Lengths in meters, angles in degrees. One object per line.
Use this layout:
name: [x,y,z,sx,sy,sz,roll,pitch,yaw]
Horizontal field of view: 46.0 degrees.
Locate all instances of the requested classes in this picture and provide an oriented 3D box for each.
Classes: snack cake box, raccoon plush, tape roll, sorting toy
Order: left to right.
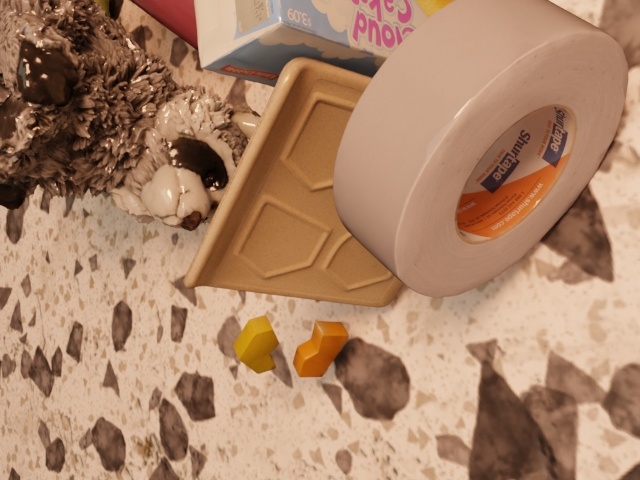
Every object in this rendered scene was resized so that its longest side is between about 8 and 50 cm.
raccoon plush: [-0.220,-0.206,0.833,0.216,0.299,0.447,-30,64,44]
sorting toy: [0.000,0.000,0.643,0.307,0.229,0.041,-60,41,29]
snack cake box: [0.026,-0.195,0.601,0.089,0.264,0.152,-15,78,42]
tape roll: [0.117,-0.064,0.542,0.072,0.219,0.219,46,119,35]

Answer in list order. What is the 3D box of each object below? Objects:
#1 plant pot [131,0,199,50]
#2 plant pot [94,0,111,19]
plant pot: [-0.144,-0.311,0.799,0.201,0.180,0.201,-27,37,22]
plant pot: [-0.370,-0.228,1.010,0.276,0.276,0.254,-33,79,38]
